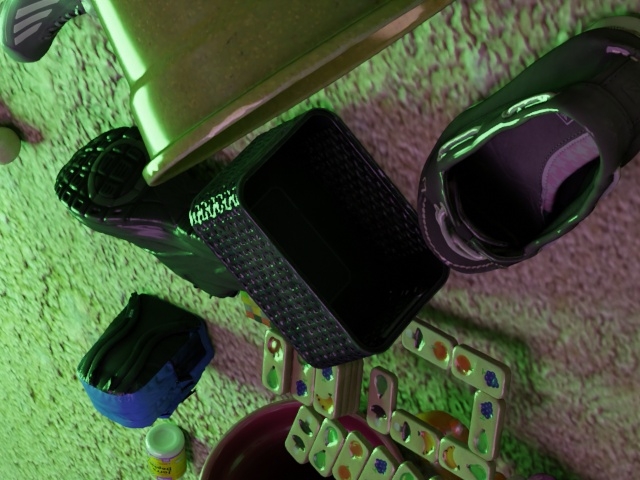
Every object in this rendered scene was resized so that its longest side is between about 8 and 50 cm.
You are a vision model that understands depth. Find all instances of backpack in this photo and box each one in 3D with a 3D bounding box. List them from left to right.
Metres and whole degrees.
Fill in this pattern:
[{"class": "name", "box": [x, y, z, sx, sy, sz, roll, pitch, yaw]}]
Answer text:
[{"class": "backpack", "box": [-0.173, 0.131, 1.833, 0.098, 0.120, 0.101, 17, 141, 35]}]

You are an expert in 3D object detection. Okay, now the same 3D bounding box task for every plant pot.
[{"class": "plant pot", "box": [-0.062, -0.212, 1.182, 0.254, 0.276, 0.276, 57, 148, -2]}, {"class": "plant pot", "box": [-0.004, 0.272, 1.765, 0.201, 0.201, 0.180, 30, 162, 21]}]

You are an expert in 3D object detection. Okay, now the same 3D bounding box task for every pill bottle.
[{"class": "pill bottle", "box": [-0.170, 0.241, 2.038, 0.043, 0.043, 0.083, 29, 147, 22]}]

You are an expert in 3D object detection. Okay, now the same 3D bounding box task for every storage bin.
[{"class": "storage bin", "box": [0.000, 0.000, 1.471, 0.180, 0.122, 0.084, 50, 149, -11]}]

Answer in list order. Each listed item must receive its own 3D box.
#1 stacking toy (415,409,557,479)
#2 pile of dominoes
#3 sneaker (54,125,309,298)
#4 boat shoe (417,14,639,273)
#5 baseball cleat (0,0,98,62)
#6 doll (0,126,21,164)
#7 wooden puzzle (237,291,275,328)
[{"class": "stacking toy", "box": [0.179, 0.266, 1.588, 0.302, 0.166, 0.175, 51, 140, 15]}, {"class": "pile of dominoes", "box": [0.047, 0.151, 1.582, 0.251, 0.040, 0.196, 27, 121, 41]}, {"class": "sneaker", "box": [-0.119, -0.009, 1.624, 0.286, 0.109, 0.130, 23, 152, 36]}, {"class": "boat shoe", "box": [0.134, -0.045, 1.288, 0.112, 0.095, 0.335, 43, 149, 0]}, {"class": "baseball cleat", "box": [-0.213, -0.197, 1.528, 0.109, 0.072, 0.206, 31, 151, 8]}, {"class": "doll", "box": [-0.374, -0.120, 1.828, 0.189, 0.046, 0.129, 26, 146, 27]}, {"class": "wooden puzzle", "box": [-0.052, 0.062, 1.720, 0.083, 0.006, 0.049, 22, 143, 31]}]
